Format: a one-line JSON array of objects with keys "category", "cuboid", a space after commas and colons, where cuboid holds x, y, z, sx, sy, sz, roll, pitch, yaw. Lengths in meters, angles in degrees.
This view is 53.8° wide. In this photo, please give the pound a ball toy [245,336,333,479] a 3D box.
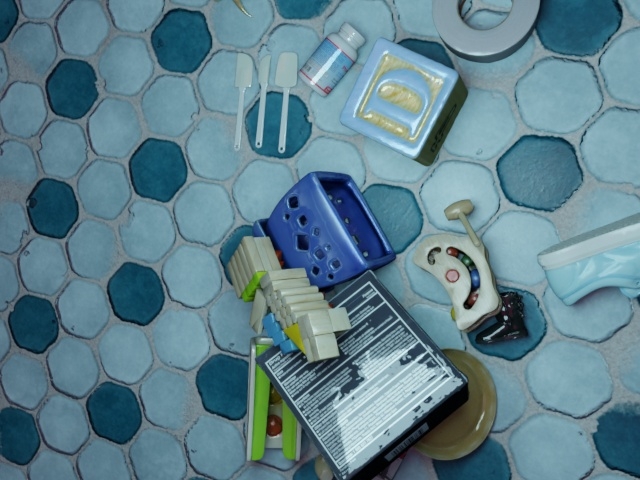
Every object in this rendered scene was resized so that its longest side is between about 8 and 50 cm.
[{"category": "pound a ball toy", "cuboid": [-0.070, 0.394, 1.492, 0.208, 0.136, 0.319, 2, 92, -7]}]

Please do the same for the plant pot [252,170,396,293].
[{"category": "plant pot", "cuboid": [0.000, 0.000, 1.393, 0.212, 0.236, 0.236, -32, 82, 22]}]

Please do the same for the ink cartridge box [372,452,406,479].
[{"category": "ink cartridge box", "cuboid": [0.128, 0.499, 1.447, 0.109, 0.063, 0.150, 27, 99, 15]}]

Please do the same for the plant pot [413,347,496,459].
[{"category": "plant pot", "cuboid": [0.269, 0.349, 1.360, 0.236, 0.032, 0.236, 1, 86, -16]}]

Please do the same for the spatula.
[{"category": "spatula", "cuboid": [-0.139, -0.335, 1.534, 0.168, 0.019, 0.241, 6, 93, 17]}]

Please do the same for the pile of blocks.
[{"category": "pile of blocks", "cuboid": [-0.054, 0.125, 1.222, 0.362, 0.113, 0.148, 45, 128, 44]}]

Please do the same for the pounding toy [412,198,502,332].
[{"category": "pounding toy", "cuboid": [0.275, 0.055, 1.327, 0.154, 0.155, 0.269, -17, 73, 18]}]

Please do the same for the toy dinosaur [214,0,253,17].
[{"category": "toy dinosaur", "cuboid": [-0.230, -0.623, 1.538, 0.093, 0.053, 0.183, -17, 86, 16]}]

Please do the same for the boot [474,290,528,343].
[{"category": "boot", "cuboid": [0.385, 0.166, 1.365, 0.121, 0.045, 0.099, -15, 86, 15]}]

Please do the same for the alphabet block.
[{"category": "alphabet block", "cuboid": [0.181, -0.285, 1.339, 0.192, 0.197, 0.193, 31, 101, 14]}]

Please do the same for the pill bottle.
[{"category": "pill bottle", "cuboid": [0.028, -0.414, 1.442, 0.087, 0.087, 0.160, 45, 104, 12]}]

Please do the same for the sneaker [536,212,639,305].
[{"category": "sneaker", "cuboid": [0.631, 0.030, 1.247, 0.366, 0.135, 0.150, -22, 93, 26]}]

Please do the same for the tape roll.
[{"category": "tape roll", "cuboid": [0.352, -0.494, 1.343, 0.219, 0.072, 0.219, 1, 92, 19]}]

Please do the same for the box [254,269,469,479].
[{"category": "box", "cuboid": [0.086, 0.274, 1.246, 0.296, 0.182, 0.294, -37, 63, -5]}]
